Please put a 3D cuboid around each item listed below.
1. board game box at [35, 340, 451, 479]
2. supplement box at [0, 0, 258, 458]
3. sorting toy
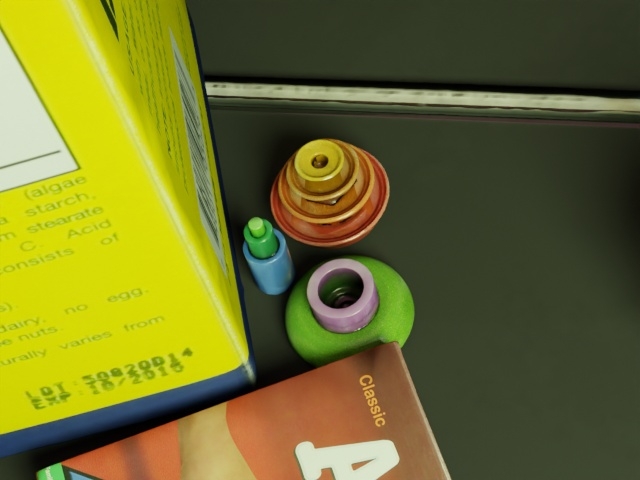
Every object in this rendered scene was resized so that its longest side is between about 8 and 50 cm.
[{"bbox_3d":[0.005,0.177,0.506,0.145,0.027,0.281,-20,58,-2],"label":"board game box"},{"bbox_3d":[-0.161,-0.084,0.500,0.194,0.356,0.195,-14,58,2],"label":"supplement box"},{"bbox_3d":[0.000,0.000,0.603,0.061,0.042,0.102,-12,58,4],"label":"sorting toy"}]
